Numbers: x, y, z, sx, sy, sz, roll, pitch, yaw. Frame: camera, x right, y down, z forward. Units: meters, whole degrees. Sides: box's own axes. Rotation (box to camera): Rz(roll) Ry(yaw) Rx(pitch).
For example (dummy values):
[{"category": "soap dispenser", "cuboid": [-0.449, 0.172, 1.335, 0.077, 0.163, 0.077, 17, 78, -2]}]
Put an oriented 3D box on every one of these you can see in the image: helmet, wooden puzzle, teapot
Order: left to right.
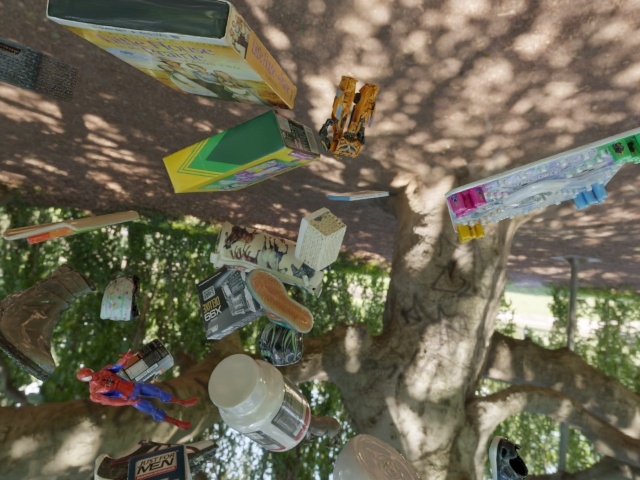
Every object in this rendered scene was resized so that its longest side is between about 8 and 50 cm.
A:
[{"category": "wooden puzzle", "cuboid": [-0.637, -0.034, 1.072, 0.238, 0.045, 0.221, -5, -171, 19]}, {"category": "helmet", "cuboid": [-0.146, 0.362, 1.510, 0.169, 0.162, 0.169, -2, 179, 0]}, {"category": "teapot", "cuboid": [0.124, 0.639, 1.042, 0.255, 0.187, 0.252, 28, -172, -27]}]

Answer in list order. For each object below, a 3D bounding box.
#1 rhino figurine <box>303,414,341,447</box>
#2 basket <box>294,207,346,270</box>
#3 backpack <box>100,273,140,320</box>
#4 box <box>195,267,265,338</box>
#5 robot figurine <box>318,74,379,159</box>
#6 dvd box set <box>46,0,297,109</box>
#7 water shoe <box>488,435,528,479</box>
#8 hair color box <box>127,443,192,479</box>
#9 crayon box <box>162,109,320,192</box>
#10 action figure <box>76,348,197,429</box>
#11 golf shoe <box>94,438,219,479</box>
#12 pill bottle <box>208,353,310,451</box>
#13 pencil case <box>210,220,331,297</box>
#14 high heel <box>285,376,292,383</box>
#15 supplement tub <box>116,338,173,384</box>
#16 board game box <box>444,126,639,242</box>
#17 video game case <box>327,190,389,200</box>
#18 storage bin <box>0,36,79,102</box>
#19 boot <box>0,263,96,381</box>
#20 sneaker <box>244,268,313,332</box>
[{"category": "rhino figurine", "cuboid": [-0.038, 0.731, 1.608, 0.242, 0.107, 0.073, 5, 175, 8]}, {"category": "basket", "cuboid": [0.000, 0.000, 1.311, 0.103, 0.167, 0.113, 37, -135, 26]}, {"category": "backpack", "cuboid": [-0.658, 0.201, 1.364, 0.115, 0.152, 0.182, -1, -171, -21]}, {"category": "box", "cuboid": [-0.350, 0.224, 1.652, 0.307, 0.243, 0.076, -30, 153, 23]}, {"category": "robot figurine", "cuboid": [0.106, -0.433, 1.506, 0.210, 0.292, 0.085, 2, -157, -33]}, {"category": "dvd box set", "cuboid": [-0.241, -0.357, 0.816, 0.306, 0.062, 0.420, 11, -174, 8]}, {"category": "water shoe", "cuboid": [0.494, 0.608, 1.068, 0.072, 0.203, 0.080, -30, -162, -37]}, {"category": "hair color box", "cuboid": [-0.249, 0.540, 0.662, 0.105, 0.174, 0.347, -8, -153, -17]}, {"category": "crayon box", "cuboid": [-0.195, -0.233, 1.152, 0.312, 0.106, 0.363, -17, -177, 15]}, {"category": "action figure", "cuboid": [-0.388, 0.334, 0.916, 0.139, 0.092, 0.280, -32, 127, 34]}, {"category": "golf shoe", "cuboid": [-0.361, 0.495, 0.935, 0.272, 0.105, 0.120, 1, -145, -47]}, {"category": "pill bottle", "cuboid": [-0.155, 0.420, 1.072, 0.176, 0.177, 0.319, 3, 144, 25]}, {"category": "pencil case", "cuboid": [-0.174, 0.064, 1.426, 0.409, 0.160, 0.184, 17, -154, -20]}, {"category": "high heel", "cuboid": [-0.215, 0.585, 1.669, 0.117, 0.082, 0.244, -15, 147, 36]}, {"category": "supplement tub", "cuboid": [-0.609, 0.434, 1.401, 0.190, 0.117, 0.116, -35, -164, -31]}, {"category": "board game box", "cuboid": [0.509, -0.101, 0.980, 0.389, 0.051, 0.390, -18, 164, 17]}, {"category": "video game case", "cuboid": [0.123, -0.148, 1.351, 0.166, 0.015, 0.119, -11, -167, -33]}, {"category": "storage bin", "cuboid": [-0.636, -0.373, 0.905, 0.121, 0.085, 0.180, 18, -171, -6]}, {"category": "boot", "cuboid": [-0.460, 0.118, 0.704, 0.246, 0.161, 0.084, 22, 141, 40]}, {"category": "sneaker", "cuboid": [-0.156, 0.206, 1.351, 0.120, 0.108, 0.302, -9, 132, 43]}]
